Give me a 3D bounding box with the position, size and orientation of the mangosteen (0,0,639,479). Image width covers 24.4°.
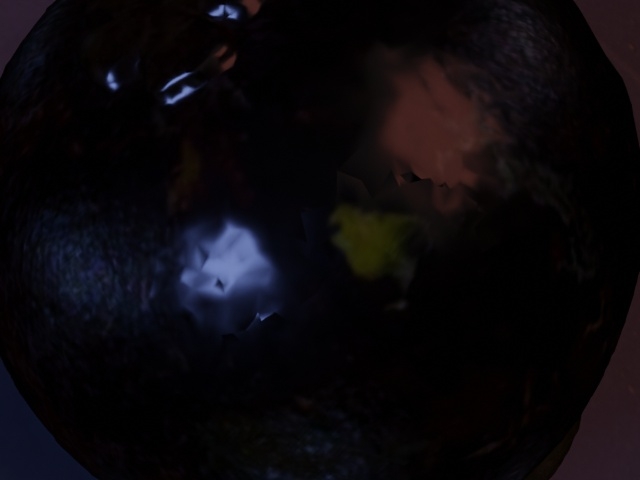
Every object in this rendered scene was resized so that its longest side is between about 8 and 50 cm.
[{"bbox_3d":[0.000,0.000,0.609,0.288,0.288,0.288,24,45,-26],"label":"mangosteen"}]
